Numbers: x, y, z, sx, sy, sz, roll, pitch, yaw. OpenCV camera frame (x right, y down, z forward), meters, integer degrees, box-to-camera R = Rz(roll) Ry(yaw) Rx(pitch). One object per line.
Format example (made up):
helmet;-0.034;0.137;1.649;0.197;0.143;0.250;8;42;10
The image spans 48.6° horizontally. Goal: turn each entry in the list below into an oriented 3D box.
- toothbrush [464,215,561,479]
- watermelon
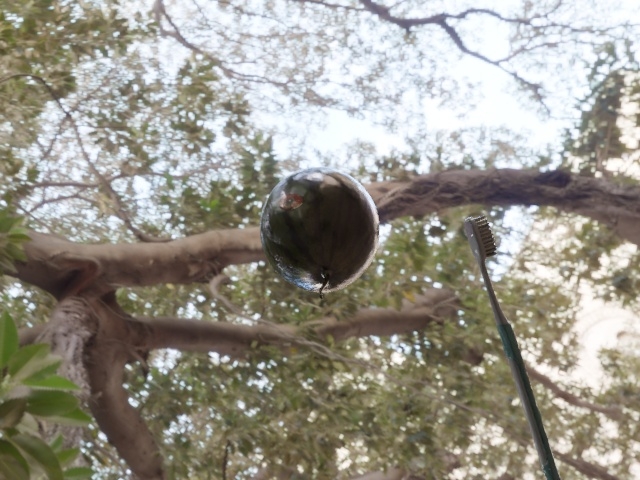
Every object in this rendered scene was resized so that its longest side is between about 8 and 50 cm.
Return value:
toothbrush;0.116;0.065;0.421;0.014;0.011;0.167;-17;-92;-19
watermelon;0.000;0.000;0.609;0.105;0.105;0.133;44;-151;-40
